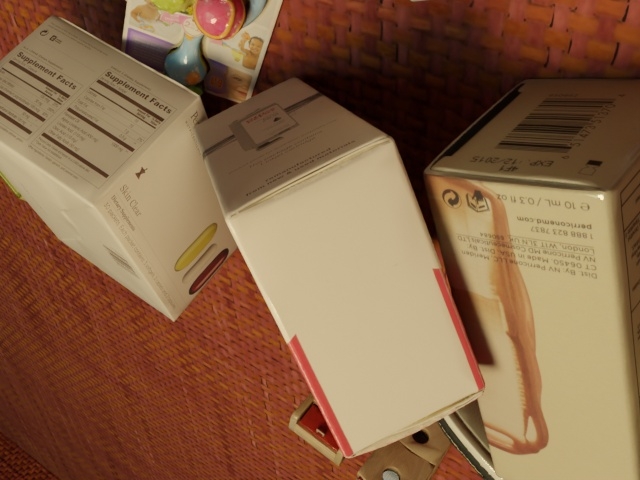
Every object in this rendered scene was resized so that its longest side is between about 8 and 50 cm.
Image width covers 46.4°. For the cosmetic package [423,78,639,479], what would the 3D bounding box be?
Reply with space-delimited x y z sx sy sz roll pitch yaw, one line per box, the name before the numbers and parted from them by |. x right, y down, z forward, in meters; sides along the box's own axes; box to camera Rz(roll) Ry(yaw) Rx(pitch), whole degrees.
cosmetic package | 0.192 0.046 0.549 0.129 0.153 0.296 11 129 41

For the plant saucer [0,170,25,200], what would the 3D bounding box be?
plant saucer | -0.460 -0.144 1.114 0.188 0.045 0.188 53 144 -8

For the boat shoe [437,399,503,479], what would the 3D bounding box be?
boat shoe | 0.225 0.251 0.739 0.302 0.114 0.091 41 138 9

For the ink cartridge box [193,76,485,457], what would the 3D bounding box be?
ink cartridge box | 0.000 0.000 0.605 0.207 0.117 0.283 65 176 -23

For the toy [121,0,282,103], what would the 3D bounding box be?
toy | -0.107 -0.207 0.654 0.136 0.056 0.237 19 146 -8

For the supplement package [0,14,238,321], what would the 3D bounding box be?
supplement package | -0.216 -0.067 0.799 0.204 0.145 0.262 31 160 21

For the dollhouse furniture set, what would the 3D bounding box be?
dollhouse furniture set | 0.045 0.245 0.902 0.183 0.129 0.129 33 142 18
